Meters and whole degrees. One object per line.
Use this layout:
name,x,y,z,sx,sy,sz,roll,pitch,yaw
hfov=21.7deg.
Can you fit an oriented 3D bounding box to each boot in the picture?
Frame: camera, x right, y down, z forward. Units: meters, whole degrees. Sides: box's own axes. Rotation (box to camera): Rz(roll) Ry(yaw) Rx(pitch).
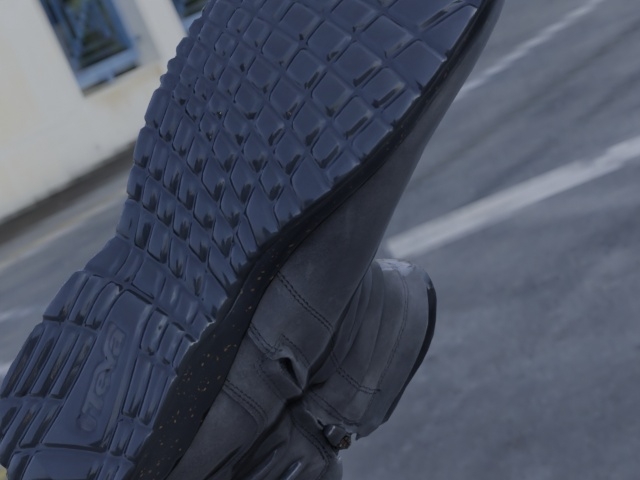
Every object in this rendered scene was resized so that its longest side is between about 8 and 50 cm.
boot,0.000,0.000,0.817,0.338,0.118,0.223,-52,-30,11
